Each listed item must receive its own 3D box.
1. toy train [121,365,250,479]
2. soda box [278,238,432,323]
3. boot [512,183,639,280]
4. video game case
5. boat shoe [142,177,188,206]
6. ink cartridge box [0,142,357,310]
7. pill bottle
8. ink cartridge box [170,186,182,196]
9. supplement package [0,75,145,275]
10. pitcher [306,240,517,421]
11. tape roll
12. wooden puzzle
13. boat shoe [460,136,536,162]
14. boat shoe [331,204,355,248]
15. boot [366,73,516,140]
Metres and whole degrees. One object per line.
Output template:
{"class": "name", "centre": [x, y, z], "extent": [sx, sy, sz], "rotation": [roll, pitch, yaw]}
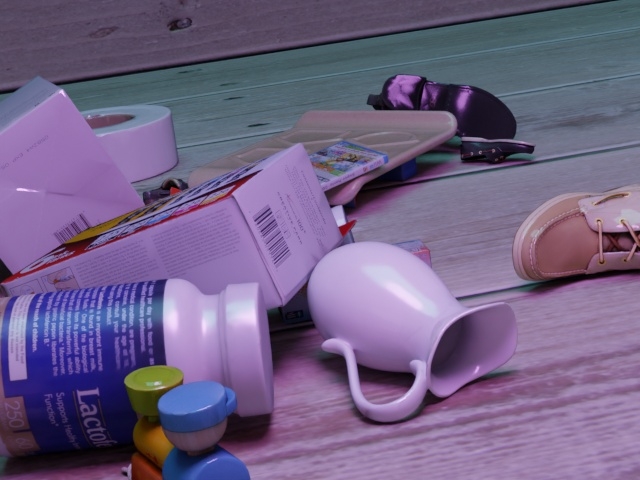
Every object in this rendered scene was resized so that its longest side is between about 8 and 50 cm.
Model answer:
{"class": "toy train", "centre": [-0.130, 0.165, 1.076], "extent": [0.105, 0.143, 0.248], "rotation": [-15, 18, -27]}
{"class": "soda box", "centre": [0.039, 0.047, 1.552], "extent": [0.183, 0.063, 0.058], "rotation": [-9, 14, -5]}
{"class": "boot", "centre": [0.370, 0.002, 1.512], "extent": [0.262, 0.095, 0.203], "rotation": [-13, 17, -32]}
{"class": "video game case", "centre": [0.000, -0.102, 1.957], "extent": [0.166, 0.015, 0.119], "rotation": [-26, 26, -25]}
{"class": "boat shoe", "centre": [-0.232, -0.077, 2.130], "extent": [0.056, 0.049, 0.152], "rotation": [0, 17, 26]}
{"class": "ink cartridge box", "centre": [-0.148, 0.014, 1.485], "extent": [0.309, 0.130, 0.272], "rotation": [-20, 11, 24]}
{"class": "pill bottle", "centre": [-0.181, 0.116, 1.253], "extent": [0.264, 0.153, 0.153], "rotation": [-7, 16, 3]}
{"class": "ink cartridge box", "centre": [-0.120, -0.047, 1.858], "extent": [0.179, 0.045, 0.145], "rotation": [21, 12, -10]}
{"class": "supplement package", "centre": [-0.400, -0.087, 1.854], "extent": [0.199, 0.198, 0.262], "rotation": [-37, 20, -9]}
{"class": "pitcher", "centre": [0.063, 0.091, 1.320], "extent": [0.178, 0.125, 0.207], "rotation": [-34, 38, -26]}
{"class": "tape roll", "centre": [-0.408, -0.174, 2.457], "extent": [0.286, 0.100, 0.286], "rotation": [-7, 16, 2]}
{"class": "wooden puzzle", "centre": [0.010, -0.121, 2.138], "extent": [0.322, 0.080, 0.348], "rotation": [4, 25, 34]}
{"class": "boat shoe", "centre": [0.287, -0.146, 2.152], "extent": [0.133, 0.042, 0.049], "rotation": [4, -1, 34]}
{"class": "boat shoe", "centre": [0.000, 0.000, 1.679], "extent": [0.076, 0.080, 0.228], "rotation": [-19, 6, -3]}
{"class": "boot", "centre": [0.211, -0.226, 2.346], "extent": [0.263, 0.091, 0.229], "rotation": [21, -2, 2]}
